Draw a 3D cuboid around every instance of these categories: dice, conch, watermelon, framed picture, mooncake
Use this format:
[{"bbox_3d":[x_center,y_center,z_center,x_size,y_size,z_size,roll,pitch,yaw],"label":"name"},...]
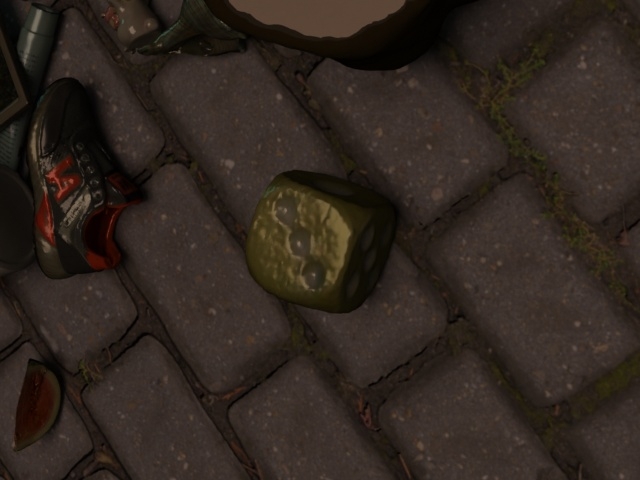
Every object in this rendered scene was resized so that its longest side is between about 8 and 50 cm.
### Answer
[{"bbox_3d":[0.000,0.000,1.681,0.166,0.169,0.169,22,104,23],"label":"dice"},{"bbox_3d":[-0.157,-0.346,1.756,0.234,0.137,0.114,-18,60,48],"label":"conch"},{"bbox_3d":[-0.489,0.281,1.998,0.068,0.087,0.163,10,102,-7],"label":"watermelon"},{"bbox_3d":[-0.639,-0.271,2.005,0.324,0.020,0.241,-27,79,34],"label":"framed picture"},{"bbox_3d":[0.036,-0.462,1.536,0.466,0.262,0.467,1,94,12],"label":"mooncake"}]

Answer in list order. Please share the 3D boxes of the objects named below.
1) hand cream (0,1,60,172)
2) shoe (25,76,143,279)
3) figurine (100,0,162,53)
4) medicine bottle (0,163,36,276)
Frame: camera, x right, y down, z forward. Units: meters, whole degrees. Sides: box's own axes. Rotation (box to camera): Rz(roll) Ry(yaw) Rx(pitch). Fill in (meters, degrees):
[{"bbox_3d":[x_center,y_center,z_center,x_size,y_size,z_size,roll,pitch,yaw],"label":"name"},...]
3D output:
[{"bbox_3d":[-0.523,-0.245,1.966,0.085,0.058,0.331,26,105,13],"label":"hand cream"},{"bbox_3d":[-0.377,-0.098,1.880,0.171,0.132,0.337,3,98,20],"label":"shoe"},{"bbox_3d":[-0.324,-0.379,1.847,0.098,0.081,0.146,-33,81,24],"label":"figurine"},{"bbox_3d":[-0.683,0.007,1.983,0.371,0.211,0.211,-18,87,25],"label":"medicine bottle"}]
